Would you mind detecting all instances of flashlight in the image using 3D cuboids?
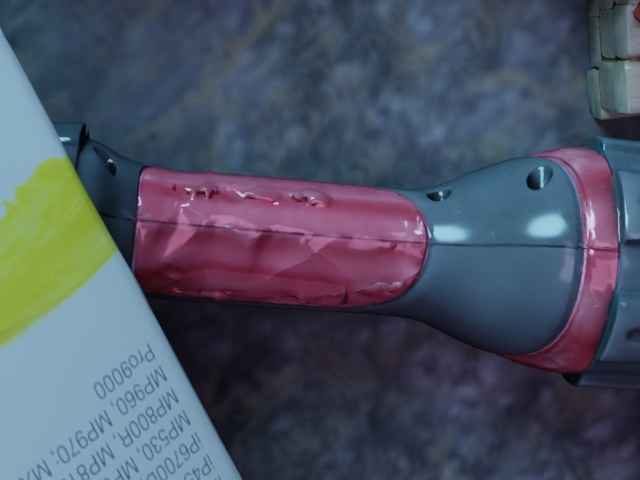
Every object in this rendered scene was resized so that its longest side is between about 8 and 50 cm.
[{"bbox_3d":[0.000,0.000,0.514,0.304,0.103,0.103,5,126,-8],"label":"flashlight"}]

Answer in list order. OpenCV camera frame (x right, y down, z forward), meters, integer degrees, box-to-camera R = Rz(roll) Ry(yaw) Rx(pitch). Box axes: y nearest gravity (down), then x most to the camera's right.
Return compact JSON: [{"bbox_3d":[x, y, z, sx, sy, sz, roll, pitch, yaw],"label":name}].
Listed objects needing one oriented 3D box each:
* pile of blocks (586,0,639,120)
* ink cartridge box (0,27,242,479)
[{"bbox_3d":[0.277,-0.071,0.516,0.362,0.112,0.148,18,98,-6],"label":"pile of blocks"},{"bbox_3d":[-0.217,0.031,0.424,0.279,0.160,0.384,-20,102,37],"label":"ink cartridge box"}]
